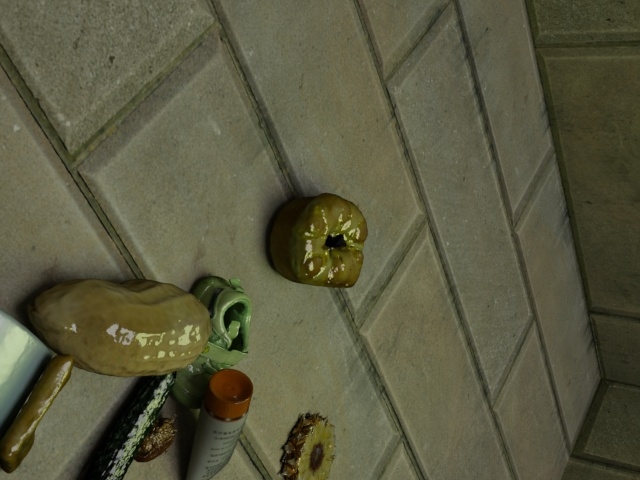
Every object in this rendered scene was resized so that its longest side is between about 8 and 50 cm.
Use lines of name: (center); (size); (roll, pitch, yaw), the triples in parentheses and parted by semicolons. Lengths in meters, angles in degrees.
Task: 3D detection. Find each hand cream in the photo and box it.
hand cream: (-0.196, 0.384, 1.671); (0.139, 0.089, 0.314); (-32, 147, -49)

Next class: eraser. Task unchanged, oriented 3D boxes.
eraser: (-0.525, 0.241, 1.219); (0.290, 0.104, 0.189); (-64, 143, -26)

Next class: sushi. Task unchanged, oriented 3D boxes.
sushi: (-0.308, 0.367, 1.588); (0.060, 0.061, 0.118); (102, 15, -46)

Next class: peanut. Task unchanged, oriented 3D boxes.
peanut: (-0.319, 0.143, 1.429); (0.340, 0.158, 0.174); (6, 60, -60)

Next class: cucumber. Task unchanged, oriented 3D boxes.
cucumber: (-0.340, 0.340, 1.537); (0.067, 0.067, 0.294); (56, 50, -43)

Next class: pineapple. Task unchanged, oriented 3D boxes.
pineapple: (-0.022, 0.518, 2.037); (0.221, 0.047, 0.221); (-17, 111, -53)

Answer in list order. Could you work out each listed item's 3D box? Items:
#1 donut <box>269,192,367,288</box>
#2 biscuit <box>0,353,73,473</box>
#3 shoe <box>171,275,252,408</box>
donut: (0.000, 0.000, 1.901); (0.261, 0.128, 0.209); (19, 79, -55)
biscuit: (-0.439, 0.268, 1.319); (0.183, 0.039, 0.174); (-63, -175, -25)
shoe: (-0.217, 0.195, 1.653); (0.140, 0.128, 0.262); (23, 74, -40)
